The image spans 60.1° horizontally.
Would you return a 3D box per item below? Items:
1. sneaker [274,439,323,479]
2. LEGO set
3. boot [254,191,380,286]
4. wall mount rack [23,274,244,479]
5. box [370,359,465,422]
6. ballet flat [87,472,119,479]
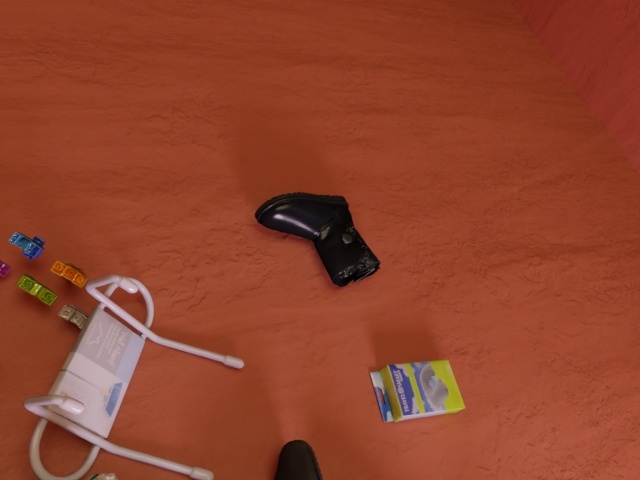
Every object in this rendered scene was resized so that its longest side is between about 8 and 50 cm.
[{"bbox_3d":[-0.076,0.458,0.823,0.146,0.122,0.330,17,51,-19],"label":"sneaker"},{"bbox_3d":[-0.462,0.059,0.945,0.227,0.093,0.087,35,80,-7],"label":"LEGO set"},{"bbox_3d":[0.000,0.000,1.206,0.246,0.094,0.207,-4,55,-36],"label":"boot"},{"bbox_3d":[-0.284,0.228,0.888,0.304,0.130,0.350,50,39,-38],"label":"wall mount rack"},{"bbox_3d":[0.198,0.304,1.127,0.178,0.042,0.109,2,57,-27],"label":"box"},{"bbox_3d":[-0.324,0.417,0.701,0.077,0.091,0.241,30,78,6],"label":"ballet flat"}]
